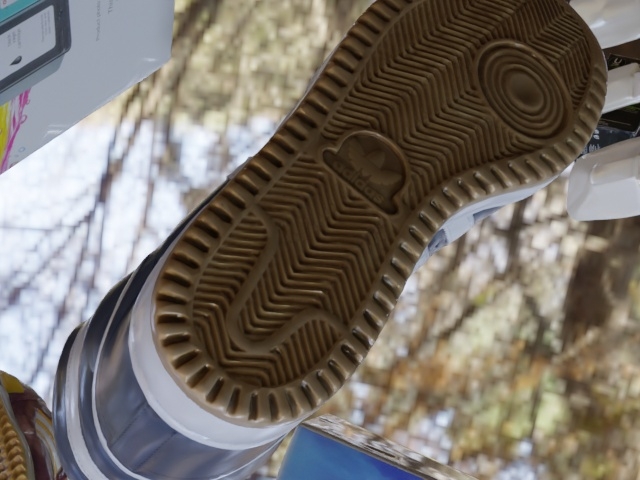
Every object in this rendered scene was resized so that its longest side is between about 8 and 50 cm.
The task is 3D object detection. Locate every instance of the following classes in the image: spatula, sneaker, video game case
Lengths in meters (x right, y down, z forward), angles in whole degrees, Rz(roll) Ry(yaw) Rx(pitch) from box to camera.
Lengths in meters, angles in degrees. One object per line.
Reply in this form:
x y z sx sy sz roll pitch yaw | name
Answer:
0.243 -0.107 1.147 0.019 0.168 0.242 14 165 -32 | spatula
-0.165 0.139 0.996 0.084 0.069 0.185 36 -164 -34 | sneaker
0.105 0.229 1.491 0.269 0.061 0.244 23 179 7 | video game case
0.000 0.000 0.699 0.099 0.153 0.282 45 -130 1 | sneaker

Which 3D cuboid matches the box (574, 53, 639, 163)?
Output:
0.231 -0.091 1.331 0.052 0.062 0.083 15 -130 25 | box

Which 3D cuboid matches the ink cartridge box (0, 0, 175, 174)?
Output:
-0.237 -0.153 0.939 0.198 0.197 0.270 30 -133 23 | ink cartridge box
